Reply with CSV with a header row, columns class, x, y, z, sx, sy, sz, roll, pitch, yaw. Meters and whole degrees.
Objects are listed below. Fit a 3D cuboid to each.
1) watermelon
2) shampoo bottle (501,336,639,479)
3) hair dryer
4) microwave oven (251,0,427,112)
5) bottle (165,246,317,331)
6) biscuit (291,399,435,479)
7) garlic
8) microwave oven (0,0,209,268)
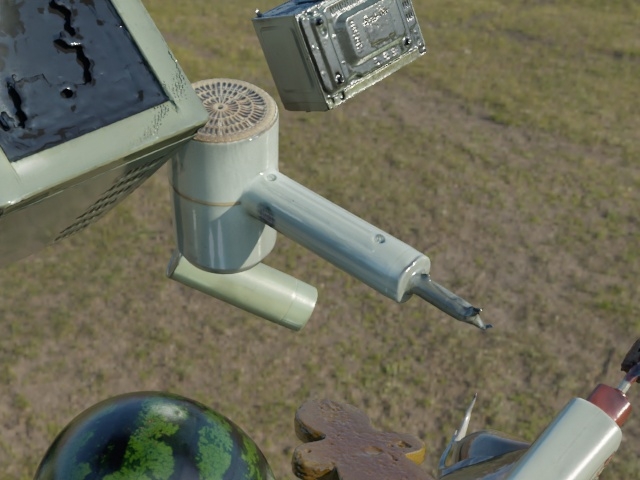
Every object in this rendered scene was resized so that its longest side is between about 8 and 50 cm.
class,x,y,z,sx,sy,sz,roll,pitch,yaw
watermelon,-0.160,0.278,0.944,0.269,0.269,0.269,3,26,-1
shampoo bottle,0.240,0.214,0.954,0.071,0.153,0.284,35,72,24
hair dryer,0.000,0.000,0.875,0.357,0.173,0.107,32,50,29
microwave oven,0.033,-0.293,1.394,0.205,0.163,0.129,-35,27,-28
bottle,-0.108,0.058,1.343,0.202,0.072,0.072,25,22,-16
biscuit,0.059,0.295,1.258,0.197,0.049,0.301,2,20,-30
garlic,0.295,0.434,1.752,0.231,0.245,0.340,11,5,-32
microwave oven,-0.292,-0.170,0.778,0.218,0.355,0.286,-31,0,-39
